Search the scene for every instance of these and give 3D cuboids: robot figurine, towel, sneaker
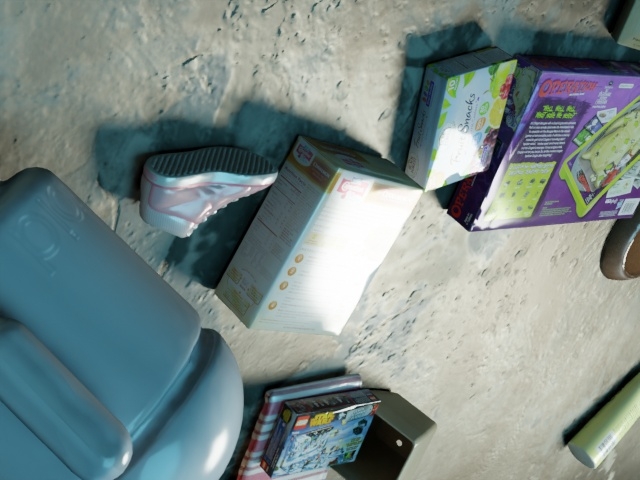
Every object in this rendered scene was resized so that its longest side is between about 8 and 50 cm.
[{"bbox_3d":[-0.198,0.088,0.855,0.200,0.300,0.353,-44,105,0],"label":"robot figurine"},{"bbox_3d":[-0.036,0.246,1.393,0.144,0.029,0.197,-5,124,-43],"label":"towel"},{"bbox_3d":[-0.104,-0.042,1.040,0.134,0.051,0.070,-7,129,-37],"label":"sneaker"}]

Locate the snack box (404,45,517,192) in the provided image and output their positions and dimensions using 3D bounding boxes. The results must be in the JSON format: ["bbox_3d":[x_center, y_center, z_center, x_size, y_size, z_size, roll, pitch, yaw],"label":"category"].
[{"bbox_3d":[0.146,-0.127,1.225,0.100,0.037,0.141,-19,135,-31],"label":"snack box"}]

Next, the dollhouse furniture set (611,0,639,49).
[{"bbox_3d":[0.419,-0.276,1.375,0.151,0.123,0.144,13,118,-12],"label":"dollhouse furniture set"}]

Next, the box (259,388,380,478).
[{"bbox_3d":[0.000,0.226,1.365,0.137,0.027,0.094,-1,122,-43],"label":"box"}]

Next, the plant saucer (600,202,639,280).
[{"bbox_3d":[0.474,-0.006,1.677,0.168,0.029,0.168,-28,140,-26],"label":"plant saucer"}]

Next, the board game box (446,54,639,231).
[{"bbox_3d":[0.314,-0.116,1.401,0.346,0.056,0.208,-4,130,-43],"label":"board game box"}]

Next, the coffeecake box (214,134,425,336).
[{"bbox_3d":[0.000,0.000,1.167,0.142,0.068,0.185,10,115,-49],"label":"coffeecake box"}]

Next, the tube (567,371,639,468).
[{"bbox_3d":[0.517,0.283,1.966,0.240,0.062,0.070,-43,-173,-15],"label":"tube"}]

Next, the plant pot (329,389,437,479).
[{"bbox_3d":[0.083,0.250,1.457,0.096,0.109,0.109,-16,134,-52],"label":"plant pot"}]
